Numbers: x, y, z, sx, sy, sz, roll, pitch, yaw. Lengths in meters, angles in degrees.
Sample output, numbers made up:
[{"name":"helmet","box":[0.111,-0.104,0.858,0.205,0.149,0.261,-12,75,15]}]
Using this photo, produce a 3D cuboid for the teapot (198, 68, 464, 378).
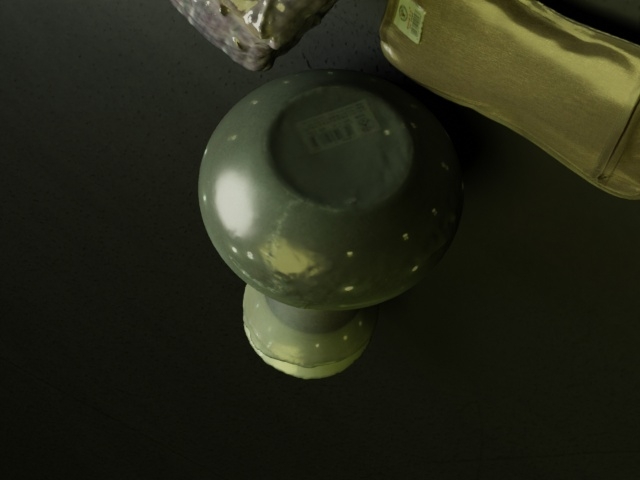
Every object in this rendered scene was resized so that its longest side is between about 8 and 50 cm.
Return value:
[{"name":"teapot","box":[0.000,0.000,1.132,0.183,0.183,0.251,31,152,11]}]

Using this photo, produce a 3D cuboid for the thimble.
[{"name":"thimble","box":[-0.025,-0.184,0.985,0.098,0.150,0.150,46,141,-2]}]

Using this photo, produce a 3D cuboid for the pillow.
[{"name":"pillow","box":[0.137,-0.109,1.016,0.217,0.033,0.130,29,143,13]}]
